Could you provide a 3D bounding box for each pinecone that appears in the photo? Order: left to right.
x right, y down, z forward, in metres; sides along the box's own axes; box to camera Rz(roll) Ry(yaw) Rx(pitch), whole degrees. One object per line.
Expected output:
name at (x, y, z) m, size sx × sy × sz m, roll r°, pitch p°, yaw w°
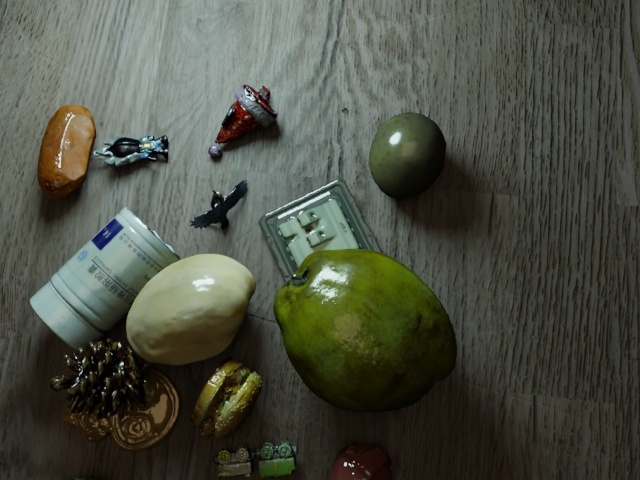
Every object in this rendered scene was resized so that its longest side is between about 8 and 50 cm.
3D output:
pinecone at (-0.506, 0.322, 1.523) m, size 0.212 × 0.168 × 0.186 m, roll -4°, pitch 106°, yaw 8°

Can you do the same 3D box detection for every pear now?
pear at (0.095, 0.203, 1.489) m, size 0.413 × 0.352 × 0.352 m, roll 35°, pitch 81°, yaw 2°

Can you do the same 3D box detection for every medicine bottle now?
medicine bottle at (-0.523, 0.097, 1.606) m, size 0.190 × 0.190 × 0.332 m, roll 42°, pitch 82°, yaw 10°

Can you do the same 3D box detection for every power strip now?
power strip at (0.002, -0.001, 1.659) m, size 0.251 × 0.092 × 0.257 m, roll -25°, pitch 81°, yaw -7°

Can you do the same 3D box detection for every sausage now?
sausage at (-0.664, -0.233, 1.719) m, size 0.133 × 0.133 × 0.258 m, roll 6°, pitch 76°, yaw 4°
sausage at (0.083, 0.599, 1.492) m, size 0.152 × 0.152 × 0.280 m, roll 11°, pitch 79°, yaw 5°

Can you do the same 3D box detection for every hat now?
hat at (-0.219, -0.313, 1.743) m, size 0.227 × 0.129 × 0.140 m, roll -44°, pitch 37°, yaw 9°

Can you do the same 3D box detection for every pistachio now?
pistachio at (-0.299, 0.166, 1.559) m, size 0.321 × 0.229 × 0.238 m, roll -32°, pitch 84°, yaw -9°

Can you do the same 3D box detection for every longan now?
longan at (0.218, -0.213, 1.648) m, size 0.196 × 0.196 × 0.220 m, roll 19°, pitch 82°, yaw 6°

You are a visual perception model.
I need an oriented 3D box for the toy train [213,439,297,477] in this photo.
toy train at (-0.153, 0.524, 1.563) m, size 0.202 × 0.060 × 0.081 m, roll -7°, pitch 83°, yaw 2°

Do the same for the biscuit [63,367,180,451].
biscuit at (-0.487, 0.405, 1.614) m, size 0.288 × 0.044 × 0.202 m, roll 7°, pitch 78°, yaw 2°

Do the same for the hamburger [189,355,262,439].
hamburger at (-0.218, 0.379, 1.535) m, size 0.118 × 0.182 × 0.191 m, roll 32°, pitch 64°, yaw 13°

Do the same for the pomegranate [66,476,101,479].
pomegranate at (-0.535, 0.626, 1.519) m, size 0.169 × 0.122 × 0.143 m, roll 13°, pitch 81°, yaw 45°

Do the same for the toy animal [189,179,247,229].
toy animal at (-0.258, -0.081, 1.682) m, size 0.062 × 0.108 × 0.220 m, roll 35°, pitch 46°, yaw 13°

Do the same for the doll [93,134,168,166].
doll at (-0.501, -0.240, 1.744) m, size 0.195 × 0.070 × 0.096 m, roll -7°, pitch 65°, yaw -7°
